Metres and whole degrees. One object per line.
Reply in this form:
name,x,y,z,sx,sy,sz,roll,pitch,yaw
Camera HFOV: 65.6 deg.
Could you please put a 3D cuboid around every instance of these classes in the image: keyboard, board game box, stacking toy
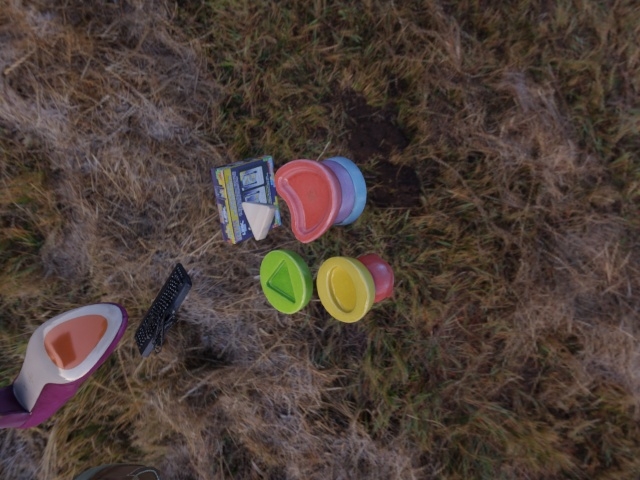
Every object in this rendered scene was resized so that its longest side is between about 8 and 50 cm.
keyboard,-0.316,0.140,0.971,0.038,0.100,0.192,19,109,-47
board game box,-0.164,-0.095,1.121,0.141,0.048,0.170,-24,118,-40
stacking toy,0.000,0.000,0.980,0.130,0.280,0.308,-16,91,-45

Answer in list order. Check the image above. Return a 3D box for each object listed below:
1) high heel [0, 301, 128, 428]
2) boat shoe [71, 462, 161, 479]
high heel,-0.476,0.232,0.948,0.377,0.181,0.127,-33,77,11
boat shoe,-0.212,0.305,0.493,0.120,0.324,0.122,-9,82,0
